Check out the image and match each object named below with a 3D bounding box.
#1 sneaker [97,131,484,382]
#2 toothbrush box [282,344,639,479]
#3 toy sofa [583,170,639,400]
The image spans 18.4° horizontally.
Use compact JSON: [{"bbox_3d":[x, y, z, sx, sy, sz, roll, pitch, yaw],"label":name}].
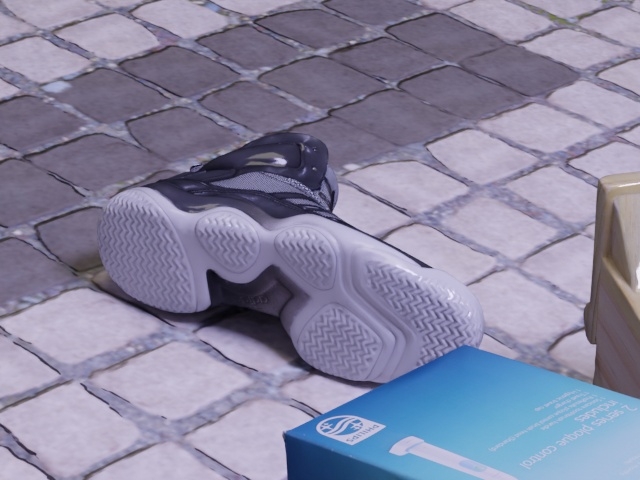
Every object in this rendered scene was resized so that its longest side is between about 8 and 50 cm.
[{"bbox_3d":[0.000,0.000,1.293,0.269,0.101,0.153,16,32,21],"label":"sneaker"},{"bbox_3d":[0.135,0.191,0.802,0.295,0.216,0.126,15,27,42],"label":"toothbrush box"},{"bbox_3d":[0.265,0.111,1.055,0.150,0.177,0.362,-7,30,-8],"label":"toy sofa"}]
